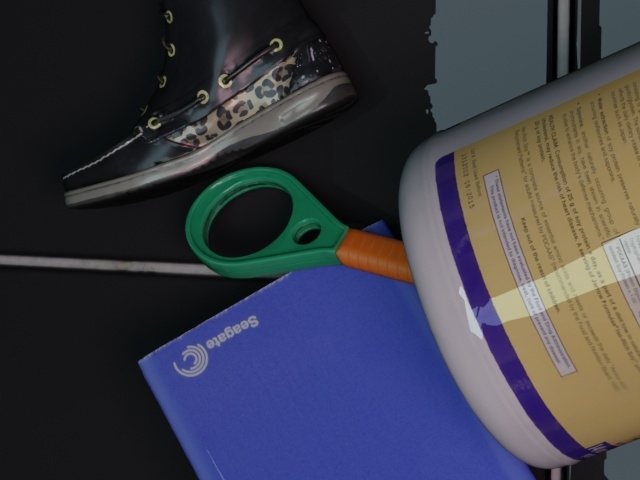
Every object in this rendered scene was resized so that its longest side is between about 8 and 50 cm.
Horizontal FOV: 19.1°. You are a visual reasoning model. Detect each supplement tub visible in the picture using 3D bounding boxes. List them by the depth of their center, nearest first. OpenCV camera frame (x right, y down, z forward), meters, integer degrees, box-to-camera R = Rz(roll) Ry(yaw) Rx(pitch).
[{"bbox_3d":[0.243,-0.015,1.221,0.331,0.241,0.241,-23,88,20],"label":"supplement tub"}]

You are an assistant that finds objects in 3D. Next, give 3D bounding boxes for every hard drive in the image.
[{"bbox_3d":[0.034,0.173,1.360,0.210,0.040,0.319,-30,75,1],"label":"hard drive"}]

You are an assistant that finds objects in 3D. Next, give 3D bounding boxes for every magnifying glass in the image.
[{"bbox_3d":[0.000,0.000,1.374,0.231,0.026,0.092,13,60,35],"label":"magnifying glass"}]

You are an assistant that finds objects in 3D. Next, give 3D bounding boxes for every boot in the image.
[{"bbox_3d":[-0.107,-0.135,1.413,0.236,0.085,0.179,-22,86,14],"label":"boot"}]

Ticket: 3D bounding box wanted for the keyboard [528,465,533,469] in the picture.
[{"bbox_3d":[0.073,0.191,1.419,0.108,0.023,0.180,38,106,12],"label":"keyboard"}]
